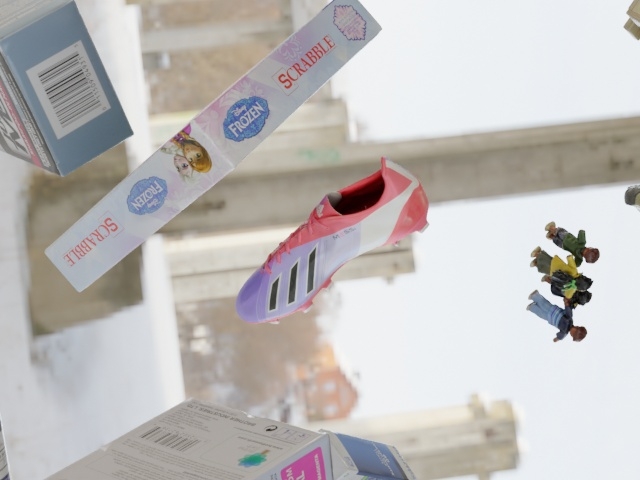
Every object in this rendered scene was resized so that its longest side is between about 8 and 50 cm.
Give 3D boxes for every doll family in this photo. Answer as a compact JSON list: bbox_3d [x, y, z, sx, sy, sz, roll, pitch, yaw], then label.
[{"bbox_3d":[0.367,0.069,2.212,0.111,0.076,0.193,33,-35,36],"label":"doll family"}]

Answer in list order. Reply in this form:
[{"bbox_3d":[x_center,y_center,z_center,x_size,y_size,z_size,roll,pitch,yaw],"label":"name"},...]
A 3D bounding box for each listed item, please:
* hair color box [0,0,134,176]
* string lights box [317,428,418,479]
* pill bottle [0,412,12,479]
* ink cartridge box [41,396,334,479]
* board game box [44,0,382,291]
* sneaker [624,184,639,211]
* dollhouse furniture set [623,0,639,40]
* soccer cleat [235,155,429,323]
[{"bbox_3d":[-0.395,-0.214,1.851,0.374,0.114,0.185,22,-41,53],"label":"hair color box"},{"bbox_3d":[0.029,0.353,2.139,0.076,0.133,0.260,55,13,25],"label":"string lights box"},{"bbox_3d":[-0.387,0.235,1.477,0.153,0.153,0.264,-133,-144,-79],"label":"pill bottle"},{"bbox_3d":[-0.158,0.239,1.317,0.186,0.311,0.065,9,-67,42],"label":"ink cartridge box"},{"bbox_3d":[-0.118,-0.110,1.624,0.066,0.318,0.319,49,-46,-6],"label":"board game box"},{"bbox_3d":[0.576,0.068,2.069,0.182,0.410,0.158,-57,-167,-3],"label":"sneaker"},{"bbox_3d":[0.512,-0.290,1.874,0.212,0.161,0.242,38,7,35],"label":"dollhouse furniture set"},{"bbox_3d":[0.000,0.000,1.570,0.095,0.248,0.083,46,20,-37],"label":"soccer cleat"}]
